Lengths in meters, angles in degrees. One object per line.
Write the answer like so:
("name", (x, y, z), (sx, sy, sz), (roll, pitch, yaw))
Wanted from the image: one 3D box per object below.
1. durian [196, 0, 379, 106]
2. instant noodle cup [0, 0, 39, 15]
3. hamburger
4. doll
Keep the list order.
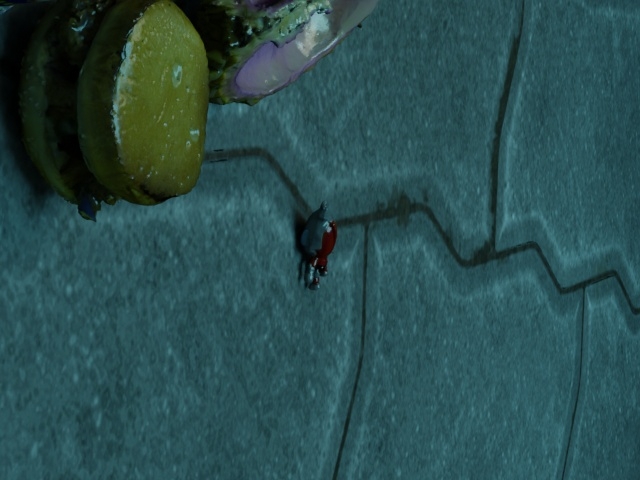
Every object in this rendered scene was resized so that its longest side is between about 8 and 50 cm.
("durian", (-0.037, -0.231, 1.874), (0.341, 0.112, 0.191), (-41, 175, -39))
("instant noodle cup", (-0.129, -0.293, 1.388), (0.284, 0.312, 0.284), (4, 90, -67))
("hamburger", (-0.171, -0.123, 1.569), (0.191, 0.118, 0.182), (72, 28, -49))
("doll", (-0.001, -0.001, 2.096), (0.057, 0.039, 0.114), (-24, 136, -29))
